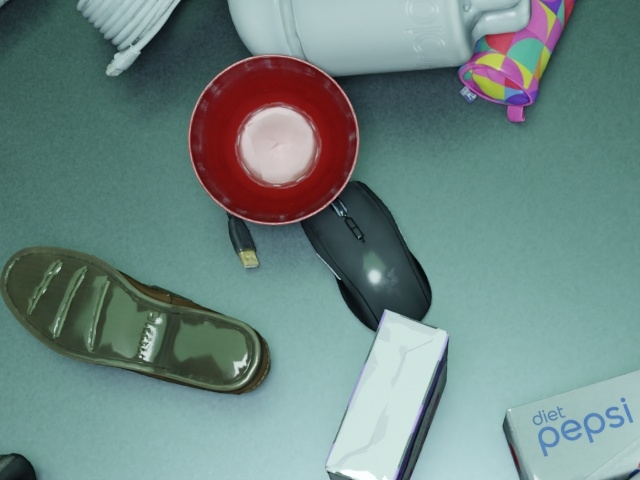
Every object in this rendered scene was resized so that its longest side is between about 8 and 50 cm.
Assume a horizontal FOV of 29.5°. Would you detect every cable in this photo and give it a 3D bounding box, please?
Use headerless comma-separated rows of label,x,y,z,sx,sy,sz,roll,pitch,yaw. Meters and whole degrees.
cable,-0.178,-0.339,1.410,0.089,0.257,0.257,36,40,-15

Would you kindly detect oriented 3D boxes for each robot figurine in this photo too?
robot figurine,0.049,-0.283,1.329,0.353,0.300,0.199,-3,76,16

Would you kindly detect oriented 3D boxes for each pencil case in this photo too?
pencil case,0.242,-0.264,1.421,0.104,0.104,0.236,21,75,12

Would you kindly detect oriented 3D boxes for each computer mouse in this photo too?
computer mouse,0.000,0.000,1.364,0.184,0.060,0.262,-25,69,-5

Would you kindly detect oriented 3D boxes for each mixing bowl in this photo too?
mixing bowl,-0.049,-0.106,1.329,0.181,0.098,0.181,0,90,1

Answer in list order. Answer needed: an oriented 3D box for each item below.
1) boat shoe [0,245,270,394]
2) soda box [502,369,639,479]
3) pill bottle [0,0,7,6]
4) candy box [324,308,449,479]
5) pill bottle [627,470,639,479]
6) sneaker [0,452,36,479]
boat shoe,-0.202,0.098,1.328,0.307,0.104,0.110,23,83,11
soda box,0.338,0.186,1.247,0.286,0.091,0.098,-16,70,0
pill bottle,-0.458,-0.343,1.472,0.318,0.176,0.176,-44,72,-11
candy box,0.070,0.180,1.218,0.070,0.196,0.165,19,73,11
pill bottle,0.355,0.404,1.102,0.210,0.210,0.363,-37,71,-8
sneaker,-0.328,0.411,1.162,0.202,0.185,0.483,-13,61,-4
